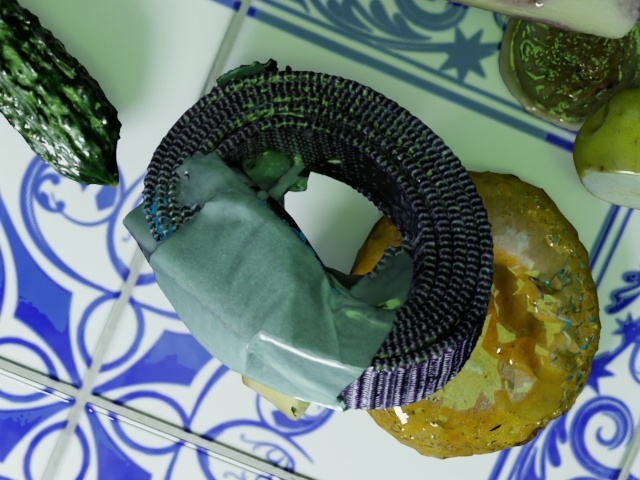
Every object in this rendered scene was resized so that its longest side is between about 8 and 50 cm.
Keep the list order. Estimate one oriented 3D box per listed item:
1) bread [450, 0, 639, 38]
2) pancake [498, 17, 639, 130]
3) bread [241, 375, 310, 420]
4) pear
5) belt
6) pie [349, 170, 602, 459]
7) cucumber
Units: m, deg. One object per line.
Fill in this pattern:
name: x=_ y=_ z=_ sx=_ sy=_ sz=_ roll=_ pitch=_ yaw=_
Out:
bread: x=0.120 y=-0.293 z=1.570 sx=0.338 sy=0.155 sz=0.187 roll=14 pitch=90 yaw=-4
pancake: x=0.228 y=-0.167 z=1.671 sx=0.139 sy=0.022 sz=0.140 roll=0 pitch=100 yaw=-3
bread: x=-0.042 y=0.106 z=1.644 sx=0.084 sy=0.109 sz=0.080 roll=37 pitch=91 yaw=27
pear: x=0.298 y=-0.086 z=1.642 sx=0.141 sy=0.141 sz=0.104 roll=20 pitch=77 yaw=-7
belt: x=0.000 y=0.000 z=1.571 sx=0.260 sy=0.122 sz=0.325 roll=-41 pitch=71 yaw=-19
pie: x=0.136 y=0.070 z=1.684 sx=0.273 sy=0.069 sz=0.273 roll=-1 pitch=103 yaw=-7
cucumber: x=-0.295 y=-0.184 z=1.597 sx=0.359 sy=0.096 sz=0.096 roll=43 pitch=95 yaw=-9
